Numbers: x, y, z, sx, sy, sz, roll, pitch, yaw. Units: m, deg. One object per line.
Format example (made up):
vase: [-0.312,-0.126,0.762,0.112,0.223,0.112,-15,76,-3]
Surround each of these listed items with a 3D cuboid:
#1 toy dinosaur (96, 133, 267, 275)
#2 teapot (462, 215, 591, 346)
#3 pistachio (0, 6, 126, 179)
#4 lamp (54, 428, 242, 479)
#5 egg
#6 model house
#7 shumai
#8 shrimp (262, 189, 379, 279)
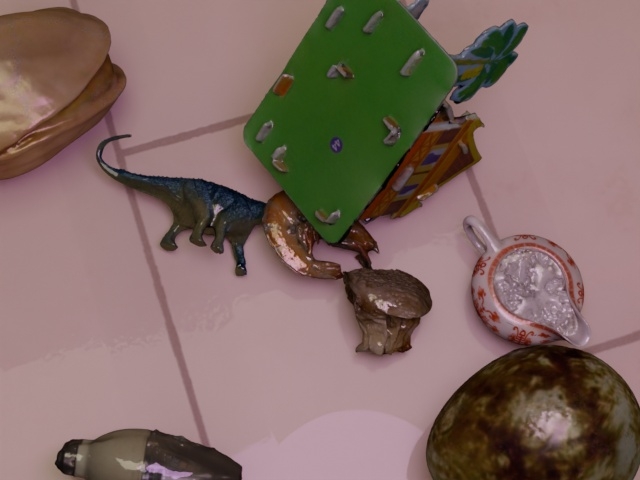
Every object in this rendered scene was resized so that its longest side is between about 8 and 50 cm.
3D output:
toy dinosaur: [-0.164,-0.041,1.785,0.363,0.076,0.147,15,62,-4]
teapot: [0.288,0.062,1.754,0.245,0.116,0.159,44,87,9]
pistachio: [-0.437,-0.213,1.757,0.321,0.229,0.238,-36,50,-25]
lamp: [-0.229,0.306,1.647,0.250,0.101,0.101,9,71,-4]
egg: [0.282,0.260,1.618,0.289,0.238,0.238,-9,71,3]
model house: [0.122,-0.209,1.726,0.313,0.357,0.242,-16,57,-49]
shumai: [0.086,0.105,1.734,0.145,0.145,0.116,18,108,3]
shrimp: [-0.001,0.000,1.772,0.187,0.051,0.132,26,71,-8]
